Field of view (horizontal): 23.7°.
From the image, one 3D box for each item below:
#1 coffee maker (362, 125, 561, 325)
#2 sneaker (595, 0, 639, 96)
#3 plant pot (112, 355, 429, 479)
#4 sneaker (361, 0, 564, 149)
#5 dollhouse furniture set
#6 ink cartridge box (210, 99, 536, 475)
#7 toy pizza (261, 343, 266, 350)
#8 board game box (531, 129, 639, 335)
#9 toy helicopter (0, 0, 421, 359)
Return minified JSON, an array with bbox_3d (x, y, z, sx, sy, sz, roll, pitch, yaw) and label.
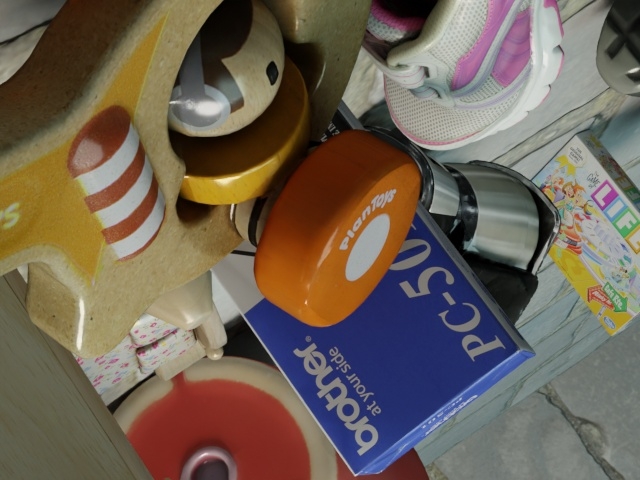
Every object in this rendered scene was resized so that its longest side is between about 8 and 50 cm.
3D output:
[{"bbox_3d":[0.062,0.020,1.010,0.120,0.171,0.178,7,178,36],"label":"coffee maker"},{"bbox_3d":[0.308,-0.177,1.078,0.267,0.101,0.106,-34,167,-7],"label":"sneaker"},{"bbox_3d":[-0.056,0.217,1.218,0.275,0.275,0.243,-35,155,-2],"label":"plant pot"},{"bbox_3d":[0.053,-0.120,0.718,0.111,0.103,0.252,-26,156,-19],"label":"sneaker"},{"bbox_3d":[-0.168,0.141,0.852,0.303,0.174,0.355,-33,164,-9],"label":"dollhouse furniture set"},{"bbox_3d":[0.000,0.000,0.727,0.097,0.207,0.046,-38,164,9],"label":"ink cartridge box"},{"bbox_3d":[0.032,0.020,1.194,0.201,0.032,0.201,-34,166,-10],"label":"toy pizza"},{"bbox_3d":[0.249,-0.007,1.353,0.026,0.154,0.103,-19,157,-45],"label":"board game box"},{"bbox_3d":[-0.089,-0.043,0.527,0.355,0.140,0.235,-34,148,-45],"label":"toy helicopter"}]
